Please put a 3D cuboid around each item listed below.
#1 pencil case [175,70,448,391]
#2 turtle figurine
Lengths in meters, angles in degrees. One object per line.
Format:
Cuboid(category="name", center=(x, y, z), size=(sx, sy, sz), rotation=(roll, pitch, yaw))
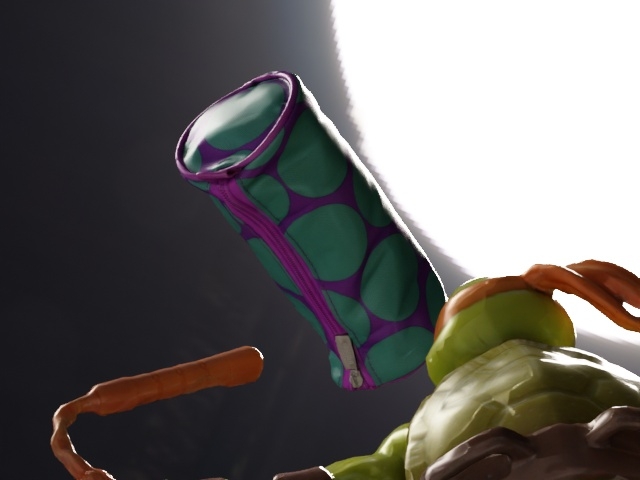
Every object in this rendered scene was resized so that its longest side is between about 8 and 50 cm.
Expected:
Cuboid(category="pencil case", center=(0.000, 0.000, 0.778), size=(0.064, 0.152, 0.070), rotation=(-10, -139, 34))
Cuboid(category="turtle figurine", center=(0.074, 0.078, 0.442), size=(0.087, 0.269, 0.217), rotation=(97, -15, -46))
